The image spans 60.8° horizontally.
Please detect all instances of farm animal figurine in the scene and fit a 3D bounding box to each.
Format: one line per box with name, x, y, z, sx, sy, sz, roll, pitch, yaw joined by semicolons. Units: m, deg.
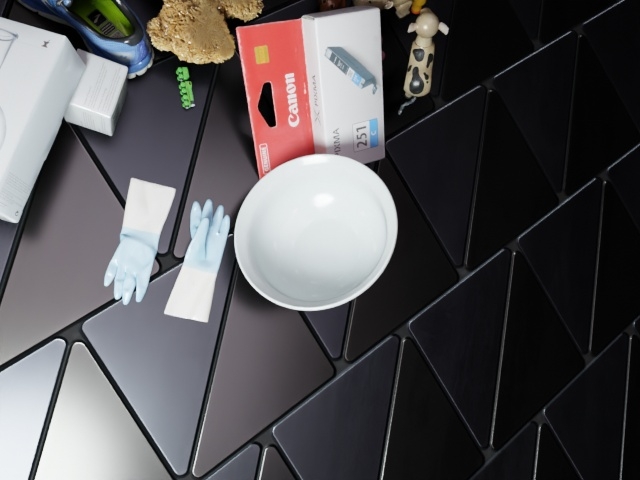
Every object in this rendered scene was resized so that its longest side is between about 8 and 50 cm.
farm animal figurine;0.160;-0.479;1.088;0.330;0.172;0.327;43;100;0

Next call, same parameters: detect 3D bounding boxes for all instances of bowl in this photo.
bowl;0.000;0.000;1.014;0.298;0.134;0.297;-4;67;10

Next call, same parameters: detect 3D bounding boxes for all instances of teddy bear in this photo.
teddy bear;-0.232;-0.495;1.031;0.245;0.113;0.338;-15;97;-37

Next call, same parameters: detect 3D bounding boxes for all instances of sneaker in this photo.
sneaker;-0.427;-0.437;0.943;0.330;0.147;0.129;38;72;-11

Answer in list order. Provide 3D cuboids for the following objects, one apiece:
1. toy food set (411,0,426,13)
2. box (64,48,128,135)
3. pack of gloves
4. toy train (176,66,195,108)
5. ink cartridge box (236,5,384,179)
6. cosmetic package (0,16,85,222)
toy food set;0.181;-0.638;1.238;0.111;0.104;0.232;-40;79;-7
box;-0.393;-0.255;0.953;0.087;0.101;0.102;17;77;-16
pack of gloves;-0.272;0.016;0.989;0.195;0.046;0.232;15;77;-18
toy train;-0.260;-0.295;1.053;0.024;0.017;0.083;-10;86;-32
ink cartridge box;-0.005;-0.271;1.041;0.261;0.066;0.296;-19;121;-21
cosmetic package;-0.599;-0.218;0.826;0.377;0.097;0.284;16;74;0
